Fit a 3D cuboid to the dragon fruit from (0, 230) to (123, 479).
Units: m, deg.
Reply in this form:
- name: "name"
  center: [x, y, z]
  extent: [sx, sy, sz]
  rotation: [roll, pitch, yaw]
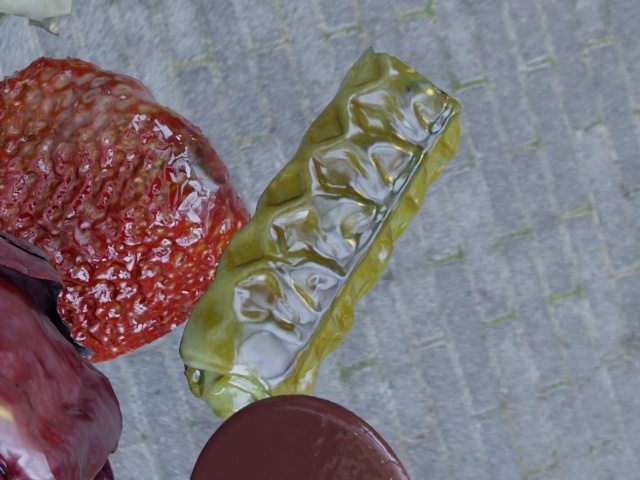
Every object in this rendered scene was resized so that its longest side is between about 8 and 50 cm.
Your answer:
- name: "dragon fruit"
  center: [-0.235, 0.091, 0.460]
  extent: [0.329, 0.329, 0.329]
  rotation: [2, 85, -18]

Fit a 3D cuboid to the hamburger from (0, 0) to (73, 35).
- name: "hamburger"
  center: [-0.246, -0.245, 0.303]
  extent: [0.446, 0.268, 0.287]
  rotation: [6, 49, -32]

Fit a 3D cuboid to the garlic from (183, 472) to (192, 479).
- name: "garlic"
  center: [-0.037, 0.392, 1.786]
  extent: [0.325, 0.279, 0.132]
  rotation: [28, 60, 1]

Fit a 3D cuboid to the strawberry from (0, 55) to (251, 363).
- name: "strawberry"
  center: [-0.223, -0.029, 1.216]
  extent: [0.267, 0.351, 0.312]
  rotation: [-40, 107, -39]

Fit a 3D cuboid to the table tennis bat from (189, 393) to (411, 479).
- name: "table tennis bat"
  center: [-0.008, 0.127, 0.398]
  extent: [0.019, 0.098, 0.154]
  rotation: [3, 88, -56]

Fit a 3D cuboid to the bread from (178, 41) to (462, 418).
- name: "bread"
  center: [0.000, 0.001, 0.814]
  extent: [0.087, 0.098, 0.269]
  rotation: [24, 70, 24]
